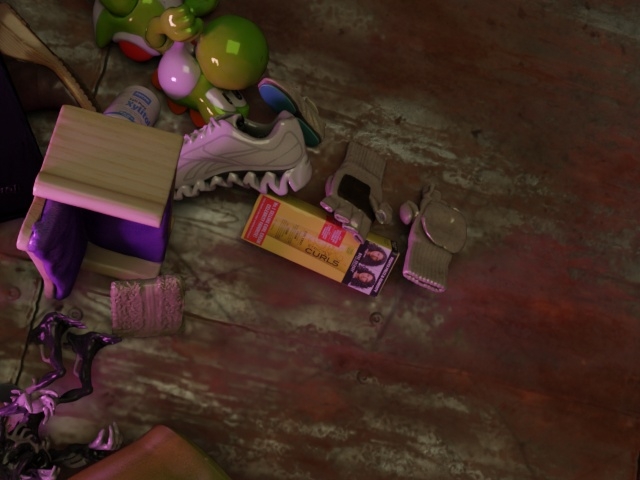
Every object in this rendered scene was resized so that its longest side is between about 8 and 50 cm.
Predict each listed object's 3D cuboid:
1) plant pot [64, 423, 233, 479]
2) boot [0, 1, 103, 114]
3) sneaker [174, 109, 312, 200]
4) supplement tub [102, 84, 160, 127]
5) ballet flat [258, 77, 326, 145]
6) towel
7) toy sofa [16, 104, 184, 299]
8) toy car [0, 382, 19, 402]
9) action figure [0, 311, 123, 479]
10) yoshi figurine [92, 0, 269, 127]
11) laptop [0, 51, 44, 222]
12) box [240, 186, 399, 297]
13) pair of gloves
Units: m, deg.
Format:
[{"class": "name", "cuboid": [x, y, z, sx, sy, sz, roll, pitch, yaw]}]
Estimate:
[{"class": "plant pot", "cuboid": [-0.256, 0.437, 1.050, 0.366, 0.366, 0.353, 48, 64, 0]}, {"class": "boot", "cuboid": [-0.471, -0.207, 1.236, 0.207, 0.090, 0.248, -43, 94, 0]}, {"class": "sneaker", "cuboid": [-0.161, -0.132, 1.219, 0.292, 0.110, 0.118, -5, 126, 3]}, {"class": "supplement tub", "cuboid": [-0.288, -0.179, 1.230, 0.071, 0.071, 0.107, 23, 39, -6]}, {"class": "ballet flat", "cuboid": [-0.042, -0.212, 1.279, 0.057, 0.168, 0.052, 6, 65, 32]}, {"class": "towel", "cuboid": [-0.249, 0.097, 1.188, 0.110, 0.148, 0.027, -6, 55, -14]}, {"class": "toy sofa", "cuboid": [-0.278, -0.016, 1.084, 0.150, 0.362, 0.177, 15, 72, -8]}, {"class": "toy car", "cuboid": [-0.514, 0.216, 1.124, 0.188, 0.149, 0.155, 37, 69, -32]}, {"class": "action figure", "cuboid": [-0.362, 0.240, 1.111, 0.141, 0.164, 0.276, -7, 58, 30]}, {"class": "yoshi figurine", "cuboid": [-0.208, -0.340, 1.236, 0.203, 0.203, 0.362, -43, 96, -22]}, {"class": "laptop", "cuboid": [-0.618, -0.226, 1.168, 0.382, 0.236, 0.408, -15, 65, -5]}, {"class": "box", "cuboid": [0.000, 0.000, 1.273, 0.232, 0.058, 0.087, 25, 106, -6]}, {"class": "pair of gloves", "cuboid": [0.121, -0.046, 1.275, 0.240, 0.042, 0.204, 33, 44, -4]}]
